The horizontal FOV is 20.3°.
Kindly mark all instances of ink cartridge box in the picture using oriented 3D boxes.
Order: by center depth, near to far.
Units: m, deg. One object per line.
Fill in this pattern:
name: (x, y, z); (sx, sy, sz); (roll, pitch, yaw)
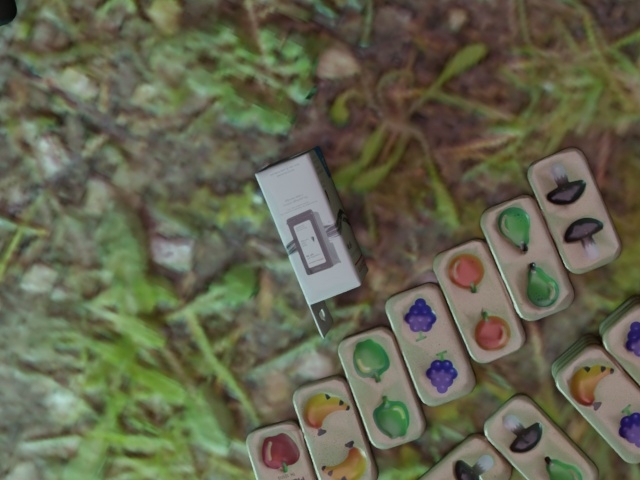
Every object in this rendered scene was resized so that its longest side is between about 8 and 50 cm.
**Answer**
ink cartridge box: (0.000, 0.000, 0.842); (0.028, 0.048, 0.083); (-21, 95, 9)

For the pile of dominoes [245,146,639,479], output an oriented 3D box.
pile of dominoes: (0.094, 0.103, 0.848); (0.251, 0.040, 0.196); (-43, 90, 9)

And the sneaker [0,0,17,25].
sneaker: (-0.280, -0.159, 0.836); (0.270, 0.090, 0.145); (-1, 99, 9)
